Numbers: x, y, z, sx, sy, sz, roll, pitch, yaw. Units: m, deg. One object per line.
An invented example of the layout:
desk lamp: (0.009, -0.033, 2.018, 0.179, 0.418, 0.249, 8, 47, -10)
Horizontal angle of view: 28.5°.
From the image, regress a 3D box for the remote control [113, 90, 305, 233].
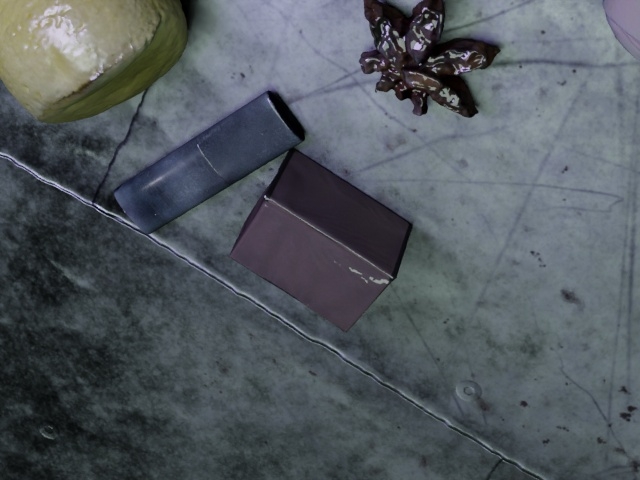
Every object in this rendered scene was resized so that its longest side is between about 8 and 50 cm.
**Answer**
remote control: (-0.199, -0.131, 2.202, 0.377, 0.044, 0.107, -29, 112, 29)

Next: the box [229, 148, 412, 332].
box: (0.000, 0.000, 2.135, 0.252, 0.188, 0.153, 32, 123, -6)

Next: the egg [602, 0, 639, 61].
egg: (0.543, -0.325, 1.792, 0.271, 0.162, 0.206, 15, 124, 7)

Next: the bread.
bread: (-0.375, -0.333, 1.998, 0.320, 0.320, 0.237, -24, 86, 27)

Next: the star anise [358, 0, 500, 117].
star anise: (0.166, -0.283, 1.972, 0.220, 0.099, 0.214, 10, 131, 11)
